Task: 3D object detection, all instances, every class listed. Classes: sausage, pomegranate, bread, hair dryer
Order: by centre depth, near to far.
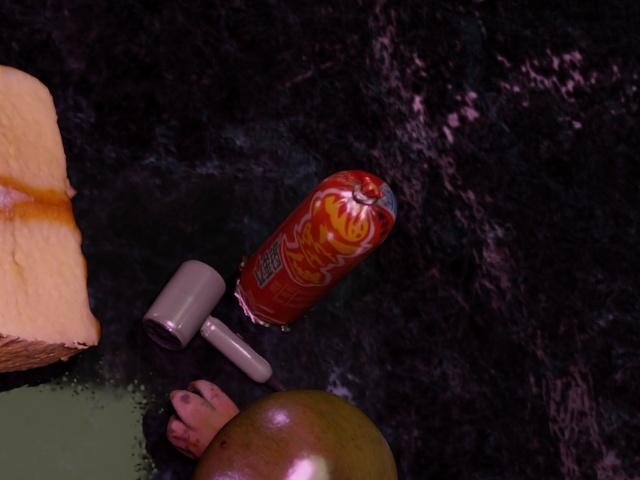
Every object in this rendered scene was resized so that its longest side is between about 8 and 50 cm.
[{"bbox_3d":[-0.282,-0.033,1.439,0.236,0.198,0.263,-4,74,-33],"label":"bread"},{"bbox_3d":[-0.030,0.188,1.474,0.179,0.179,0.210,-7,61,-26],"label":"pomegranate"},{"bbox_3d":[0.000,0.000,1.502,0.083,0.264,0.083,7,69,-17],"label":"sausage"},{"bbox_3d":[-0.081,0.090,1.566,0.150,0.047,0.071,43,61,-16],"label":"hair dryer"}]
